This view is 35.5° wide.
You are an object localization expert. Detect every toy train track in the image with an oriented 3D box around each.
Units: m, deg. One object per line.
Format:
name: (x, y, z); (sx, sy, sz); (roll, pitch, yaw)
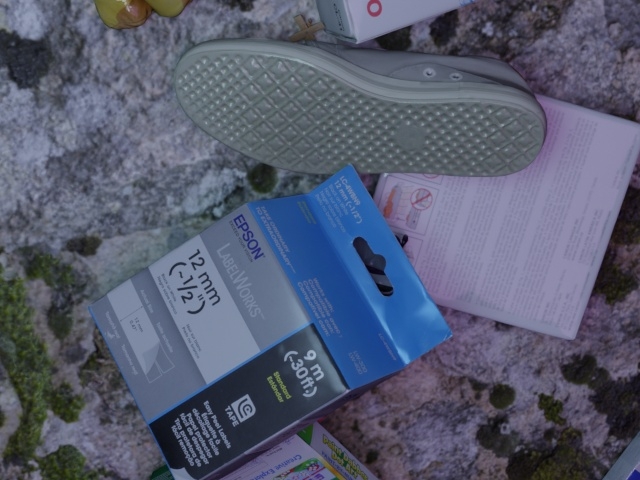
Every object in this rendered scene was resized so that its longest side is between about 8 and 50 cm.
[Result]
toy train track: (-0.008, -0.248, 1.247); (0.048, 0.014, 0.083); (-20, 124, 23)

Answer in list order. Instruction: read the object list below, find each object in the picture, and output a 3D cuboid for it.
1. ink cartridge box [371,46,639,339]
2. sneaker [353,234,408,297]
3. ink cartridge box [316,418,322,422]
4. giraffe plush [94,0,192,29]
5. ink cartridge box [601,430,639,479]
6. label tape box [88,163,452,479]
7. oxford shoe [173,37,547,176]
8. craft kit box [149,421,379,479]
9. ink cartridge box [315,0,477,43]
ink cartridge box: (0.206, -0.063, 1.353); (0.385, 0.091, 0.308); (16, 100, -4)
sneaker: (0.000, 0.000, 1.290); (0.223, 0.083, 0.098); (21, 67, -4)
ink cartridge box: (0.009, 0.157, 1.313); (0.150, 0.109, 0.063); (-44, 112, -2)
giraffe plush: (-0.207, -0.330, 1.077); (0.210, 0.170, 0.181); (38, 91, -23)
ink cartridge box: (0.518, 0.363, 1.570); (0.097, 0.046, 0.207); (37, 92, -22)
label tape box: (-0.062, 0.094, 1.161); (0.347, 0.115, 0.249); (-33, 75, 13)
oxford shoe: (0.049, -0.171, 1.219); (0.449, 0.130, 0.169); (6, 131, 0)
craft kit box: (-0.057, 0.344, 1.315); (0.250, 0.061, 0.246); (-32, 113, 25)
ink cartridge box: (0.131, -0.392, 1.192); (0.306, 0.131, 0.226); (-20, 110, -10)
